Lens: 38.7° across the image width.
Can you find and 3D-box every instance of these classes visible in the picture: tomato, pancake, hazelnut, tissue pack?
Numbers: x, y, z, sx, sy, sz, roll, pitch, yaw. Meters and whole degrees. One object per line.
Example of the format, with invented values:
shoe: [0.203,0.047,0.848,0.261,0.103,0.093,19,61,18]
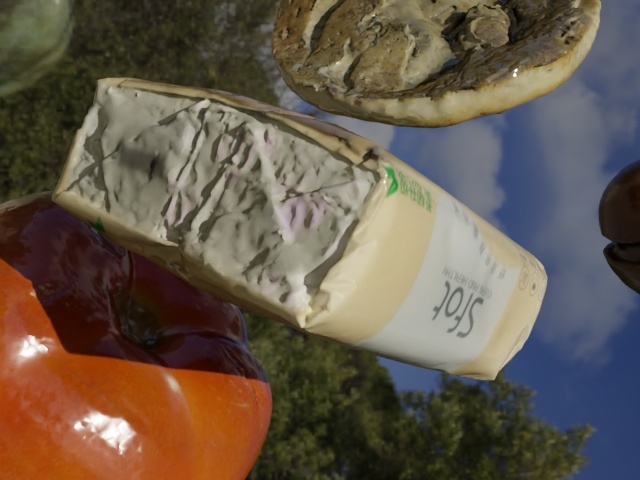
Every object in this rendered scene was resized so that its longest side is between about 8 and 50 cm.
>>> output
tomato: [-0.153,0.094,0.584,0.180,0.259,0.260,-43,-141,25]
pancake: [0.123,-0.252,1.028,0.387,0.386,0.082,-106,-176,-45]
hazelnut: [0.436,-0.009,1.096,0.204,0.178,0.178,65,-9,-15]
tissue pack: [0.000,0.000,0.478,0.186,0.222,0.090,22,-93,32]
